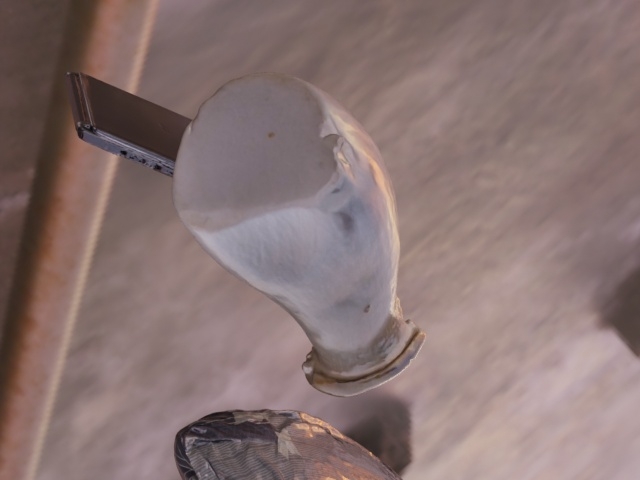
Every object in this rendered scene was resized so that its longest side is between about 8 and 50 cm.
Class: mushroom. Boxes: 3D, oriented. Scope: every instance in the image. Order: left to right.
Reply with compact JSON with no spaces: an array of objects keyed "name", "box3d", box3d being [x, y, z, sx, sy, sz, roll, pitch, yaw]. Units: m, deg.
[{"name":"mushroom","box3d":[0.000,0.000,0.826,0.116,0.093,0.225,-35,138,1]}]

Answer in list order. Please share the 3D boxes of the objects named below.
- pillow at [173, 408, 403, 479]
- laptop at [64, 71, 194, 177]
[{"name":"pillow","box3d":[0.006,0.221,1.122,0.092,0.161,0.335,-39,147,13]},{"name":"laptop","box3d":[-0.114,-0.074,0.970,0.129,0.180,0.016,23,103,-19]}]
